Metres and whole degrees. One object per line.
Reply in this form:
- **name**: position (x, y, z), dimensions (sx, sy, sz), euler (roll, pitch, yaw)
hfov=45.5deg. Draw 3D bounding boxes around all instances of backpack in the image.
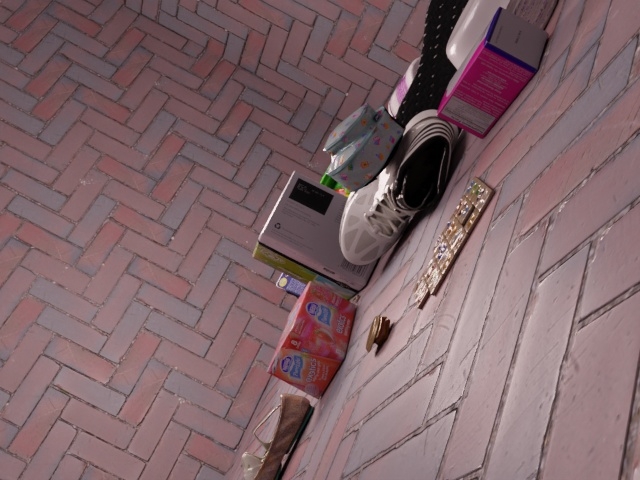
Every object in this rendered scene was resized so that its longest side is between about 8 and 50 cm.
- **backpack**: position (0.092, -0.210, 1.756), dimensions (0.166, 0.144, 0.188), euler (-32, 30, 49)

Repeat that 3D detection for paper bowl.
- **paper bowl**: position (0.374, -0.454, 1.632), dimensions (0.284, 0.148, 0.284), euler (-63, 3, 7)

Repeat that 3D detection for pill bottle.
- **pill bottle**: position (0.321, -0.459, 2.501), dimensions (0.169, 0.169, 0.301), euler (-63, 2, -24)

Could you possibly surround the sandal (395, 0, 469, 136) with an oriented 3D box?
- **sandal**: position (0.305, -0.392, 1.867), dimensions (0.107, 0.168, 0.445), euler (-21, -51, -61)

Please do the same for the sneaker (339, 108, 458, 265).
- **sneaker**: position (0.161, -0.092, 1.795), dimensions (0.447, 0.169, 0.257), euler (-58, 2, 24)

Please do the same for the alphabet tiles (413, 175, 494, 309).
- **alphabet tiles**: position (0.224, 0.003, 1.325), dimensions (0.237, 0.009, 0.198), euler (-61, 3, 12)

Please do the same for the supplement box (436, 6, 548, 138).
- **supplement box**: position (0.328, -0.319, 1.477), dimensions (0.111, 0.114, 0.220), euler (-65, 5, -33)

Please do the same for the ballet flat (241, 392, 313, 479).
- **ballet flat**: position (-0.130, 0.520, 1.872), dimensions (0.315, 0.106, 0.107), euler (-63, 3, -17)

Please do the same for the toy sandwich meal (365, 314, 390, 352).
- **toy sandwich meal**: position (0.112, 0.182, 1.486), dimensions (0.085, 0.029, 0.085), euler (17, -90, -89)

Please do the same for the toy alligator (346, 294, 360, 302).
- **toy alligator**: position (0.056, 0.195, 2.185), dimensions (0.056, 0.051, 0.189), euler (-65, 4, -39)

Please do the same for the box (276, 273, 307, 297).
- **box**: position (-0.017, 0.134, 2.479), dimensions (0.136, 0.225, 0.036), euler (-63, -21, -16)

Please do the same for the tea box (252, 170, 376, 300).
- **tea box**: position (0.000, 0.000, 2.261), dimensions (0.219, 0.329, 0.323), euler (-63, 1, -16)

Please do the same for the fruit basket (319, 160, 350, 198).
- **fruit basket**: position (0.107, -0.136, 2.689), dimensions (0.392, 0.283, 0.392), euler (-48, -11, -13)

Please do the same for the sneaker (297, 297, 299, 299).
- **sneaker**: position (-0.038, 0.234, 2.576), dimensions (0.227, 0.087, 0.130), euler (-130, 41, -62)

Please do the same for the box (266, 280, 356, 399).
- **box**: position (-0.017, 0.248, 1.967), dimensions (0.142, 0.154, 0.300), euler (-61, 2, 22)
